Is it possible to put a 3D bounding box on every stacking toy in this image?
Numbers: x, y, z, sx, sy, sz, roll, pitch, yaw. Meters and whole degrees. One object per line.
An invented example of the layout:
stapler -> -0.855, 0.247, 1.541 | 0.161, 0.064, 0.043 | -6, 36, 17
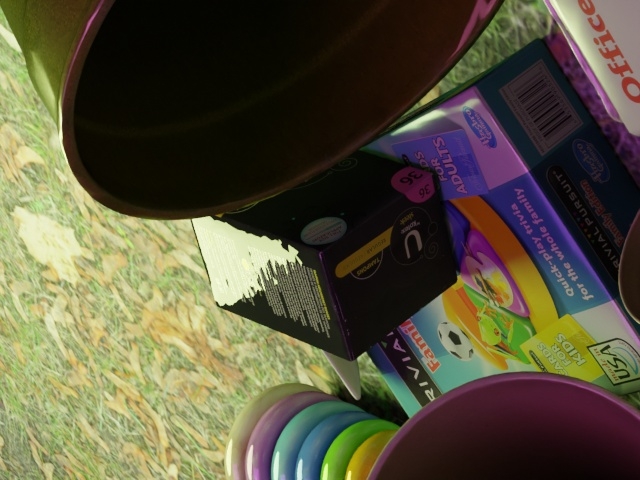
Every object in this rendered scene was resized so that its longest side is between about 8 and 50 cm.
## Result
stacking toy -> 0.050, 0.220, 1.648 | 0.330, 0.141, 0.141 | 9, 128, 57

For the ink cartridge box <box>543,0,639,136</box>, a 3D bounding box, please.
ink cartridge box -> 0.242, -0.190, 1.018 | 0.197, 0.114, 0.273 | 58, 149, -10

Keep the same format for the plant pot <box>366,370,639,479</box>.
plant pot -> 0.189, 0.247, 1.390 | 0.256, 0.256, 0.274 | 38, -177, 24

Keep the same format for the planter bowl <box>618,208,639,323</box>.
planter bowl -> 0.285, 0.014, 1.152 | 0.109, 0.162, 0.162 | 35, 157, -25

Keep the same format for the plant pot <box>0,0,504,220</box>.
plant pot -> -0.098, -0.267, 1.224 | 0.353, 0.366, 0.366 | 52, 152, 25

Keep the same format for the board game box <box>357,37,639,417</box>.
board game box -> 0.123, 0.016, 1.429 | 0.254, 0.079, 0.336 | 56, 149, -5

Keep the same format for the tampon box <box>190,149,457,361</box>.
tampon box -> 0.000, 0.000, 1.383 | 0.161, 0.120, 0.101 | 19, 135, 44

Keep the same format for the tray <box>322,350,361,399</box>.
tray -> -0.038, 0.013, 1.593 | 0.270, 0.030, 0.145 | 55, 177, 46
